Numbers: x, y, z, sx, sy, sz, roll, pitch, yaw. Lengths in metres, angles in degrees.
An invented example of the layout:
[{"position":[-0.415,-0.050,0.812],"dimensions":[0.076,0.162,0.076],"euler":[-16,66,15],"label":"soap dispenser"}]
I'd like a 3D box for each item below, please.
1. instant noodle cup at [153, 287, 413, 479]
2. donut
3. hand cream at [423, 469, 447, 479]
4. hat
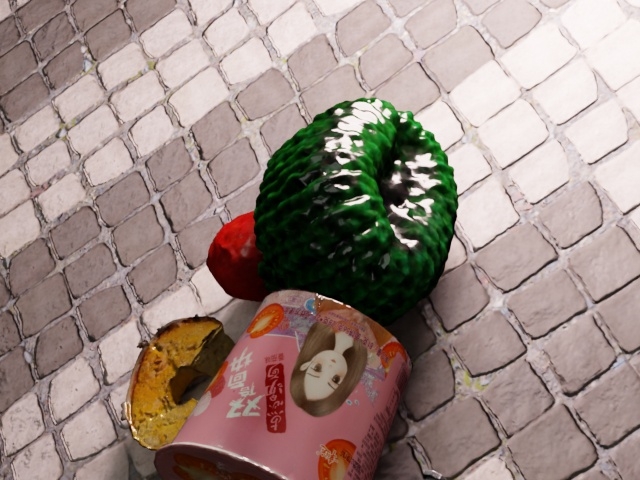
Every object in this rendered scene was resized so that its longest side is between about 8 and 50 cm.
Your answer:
[{"position":[-0.028,0.199,1.815],"dimensions":[0.243,0.243,0.231],"euler":[6,57,36],"label":"instant noodle cup"},{"position":[-0.171,0.188,2.023],"dimensions":[0.146,0.078,0.181],"euler":[-15,58,25],"label":"donut"},{"position":[0.081,0.335,1.757],"dimensions":[0.067,0.042,0.194],"euler":[26,66,16],"label":"hand cream"},{"position":[0.000,0.000,1.975],"dimensions":[0.332,0.242,0.274],"euler":[-33,18,41],"label":"hat"}]
